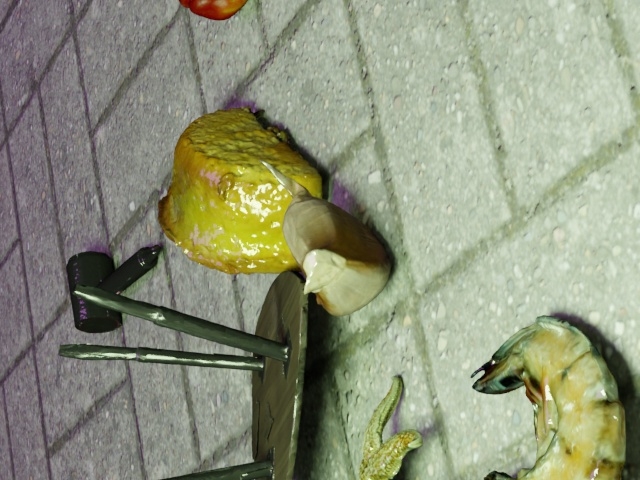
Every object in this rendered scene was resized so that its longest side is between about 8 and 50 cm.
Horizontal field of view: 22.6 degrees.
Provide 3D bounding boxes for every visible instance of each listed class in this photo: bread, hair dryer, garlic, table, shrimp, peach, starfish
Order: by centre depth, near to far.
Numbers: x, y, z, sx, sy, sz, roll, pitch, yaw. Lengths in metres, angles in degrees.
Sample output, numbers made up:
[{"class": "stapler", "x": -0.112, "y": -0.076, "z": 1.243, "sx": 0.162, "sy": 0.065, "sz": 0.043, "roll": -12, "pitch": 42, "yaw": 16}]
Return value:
[{"class": "shrimp", "x": 0.171, "y": 0.198, "z": 1.468, "sx": 0.365, "sy": 0.071, "sz": 0.233, "roll": 145, "pitch": 132, "yaw": -62}, {"class": "starfish", "x": 0.062, "y": 0.247, "z": 1.653, "sx": 0.217, "sy": 0.050, "sz": 0.223, "roll": 108, "pitch": 171, "yaw": -69}, {"class": "garlic", "x": 0.004, "y": -0.001, "z": 1.706, "sx": 0.090, "sy": 0.128, "sz": 0.198, "roll": -39, "pitch": 39, "yaw": 16}, {"class": "table", "x": -0.166, "y": 0.182, "z": 1.791, "sx": 0.317, "sy": 0.249, "sz": 0.317, "roll": -176, "pitch": 90, "yaw": -79}, {"class": "bread", "x": -0.110, "y": -0.054, "z": 1.904, "sx": 0.260, "sy": 0.147, "sz": 0.160, "roll": 49, "pitch": 134, "yaw": 51}, {"class": "peach", "x": -0.131, "y": -0.326, "z": 1.998, "sx": 0.101, "sy": 0.101, "sz": 0.100, "roll": 0, "pitch": 90, "yaw": 62}, {"class": "hair dryer", "x": -0.299, "y": 0.043, "z": 2.344, "sx": 0.248, "sy": 0.071, "sz": 0.114, "roll": -38, "pitch": 57, "yaw": 51}]
